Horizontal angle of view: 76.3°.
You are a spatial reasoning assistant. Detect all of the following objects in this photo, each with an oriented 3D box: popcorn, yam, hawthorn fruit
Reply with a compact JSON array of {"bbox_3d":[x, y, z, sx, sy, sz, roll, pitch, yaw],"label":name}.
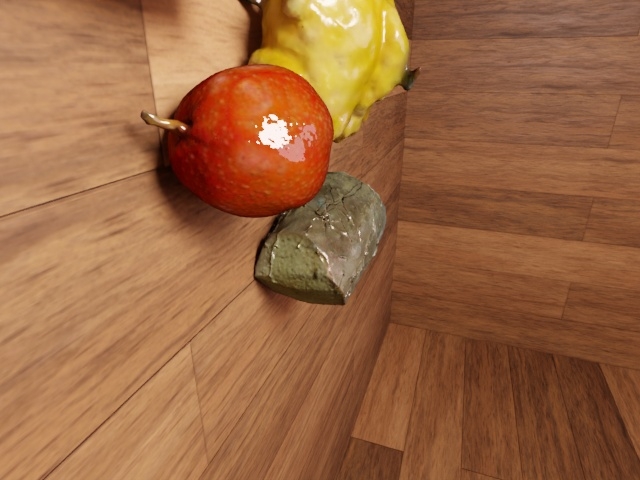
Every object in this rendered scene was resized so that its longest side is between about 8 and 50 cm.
[{"bbox_3d":[0.029,-0.303,0.654,0.316,0.281,0.297,-40,154,-47],"label":"popcorn"},{"bbox_3d":[0.000,-0.004,0.807,0.201,0.202,0.271,56,41,-33],"label":"yam"},{"bbox_3d":[-0.097,-0.121,0.480,0.225,0.197,0.196,-3,101,-47],"label":"hawthorn fruit"}]
